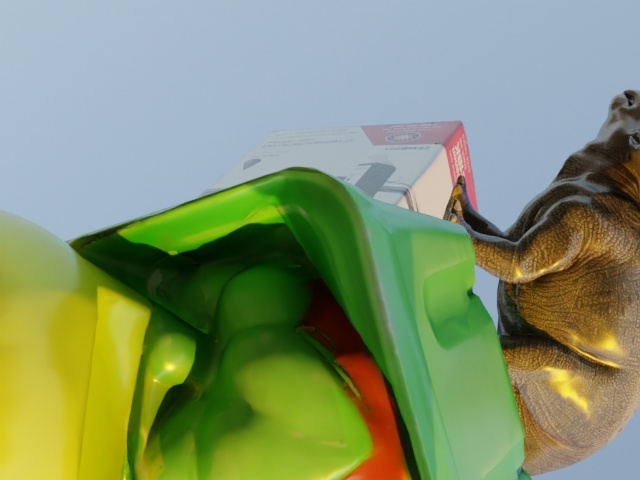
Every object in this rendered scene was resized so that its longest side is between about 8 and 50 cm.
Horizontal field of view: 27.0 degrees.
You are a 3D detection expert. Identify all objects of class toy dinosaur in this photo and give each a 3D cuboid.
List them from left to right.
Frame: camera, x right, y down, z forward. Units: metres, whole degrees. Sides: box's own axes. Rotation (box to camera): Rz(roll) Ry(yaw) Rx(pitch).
[{"bbox_3d":[0.138,0.052,0.781,0.160,0.121,0.314,13,-89,3],"label":"toy dinosaur"}]

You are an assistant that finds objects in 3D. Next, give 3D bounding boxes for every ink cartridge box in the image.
[{"bbox_3d":[0.000,0.000,1.124,0.197,0.114,0.273,-1,-155,24],"label":"ink cartridge box"}]

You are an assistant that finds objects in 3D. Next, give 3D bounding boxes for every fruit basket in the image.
[{"bbox_3d":[-0.119,0.106,0.605,0.392,0.392,0.283,-16,-91,26],"label":"fruit basket"}]
